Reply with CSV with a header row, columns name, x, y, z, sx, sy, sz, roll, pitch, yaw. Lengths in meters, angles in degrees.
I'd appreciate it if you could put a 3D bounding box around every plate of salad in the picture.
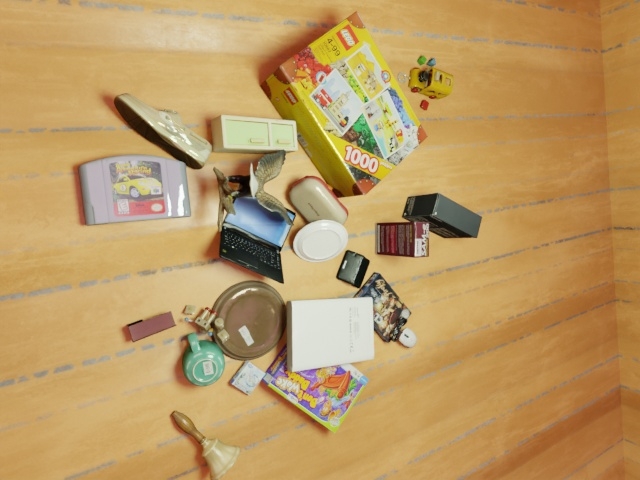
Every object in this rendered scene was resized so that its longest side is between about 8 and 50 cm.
name,x,y,z,sx,sy,sz,roll,pitch,yaw
plate of salad,0.000,0.000,1.487,0.199,0.048,0.200,-8,133,-9

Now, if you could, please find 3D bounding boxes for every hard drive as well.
name,x,y,z,sx,sy,sz,roll,pitch,yaw
hard drive,0.042,0.325,1.480,0.353,0.047,0.233,3,83,-34

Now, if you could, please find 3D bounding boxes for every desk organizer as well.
name,x,y,z,sx,sy,sz,roll,pitch,yaw
desk organizer,-0.514,0.258,1.265,0.130,0.047,0.050,-19,98,-26

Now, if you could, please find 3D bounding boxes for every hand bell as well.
name,x,y,z,sx,sy,sz,roll,pitch,yaw
hand bell,-0.386,0.634,1.332,0.126,0.126,0.242,-44,97,-20

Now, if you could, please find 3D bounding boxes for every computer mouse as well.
name,x,y,z,sx,sy,sz,roll,pitch,yaw
computer mouse,0.355,0.392,1.699,0.193,0.042,0.106,42,76,-42

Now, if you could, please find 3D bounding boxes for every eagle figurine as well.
name,x,y,z,sx,sy,sz,roll,pitch,yaw
eagle figurine,-0.190,-0.166,1.314,0.298,0.225,0.226,-5,134,-39

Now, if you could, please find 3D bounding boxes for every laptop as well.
name,x,y,z,sx,sy,sz,roll,pitch,yaw
laptop,-0.196,-0.023,1.371,0.234,0.264,0.136,27,116,-25

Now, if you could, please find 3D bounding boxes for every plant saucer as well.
name,x,y,z,sx,sy,sz,roll,pitch,yaw
plant saucer,-0.236,0.276,1.417,0.277,0.041,0.278,-2,93,-28

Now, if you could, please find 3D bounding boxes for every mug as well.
name,x,y,z,sx,sy,sz,roll,pitch,yaw
mug,-0.377,0.383,1.303,0.157,0.097,0.129,37,83,-20

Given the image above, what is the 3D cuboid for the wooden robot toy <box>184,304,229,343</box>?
name,x,y,z,sx,sy,sz,roll,pitch,yaw
wooden robot toy,-0.360,0.270,1.333,0.173,0.079,0.076,28,55,11

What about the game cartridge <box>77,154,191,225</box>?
name,x,y,z,sx,sy,sz,roll,pitch,yaw
game cartridge,-0.544,-0.154,1.232,0.294,0.060,0.196,-8,92,-27

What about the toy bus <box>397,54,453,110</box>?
name,x,y,z,sx,sy,sz,roll,pitch,yaw
toy bus,0.453,-0.660,1.710,0.202,0.104,0.191,-43,110,-20

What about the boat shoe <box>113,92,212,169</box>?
name,x,y,z,sx,sy,sz,roll,pitch,yaw
boat shoe,-0.461,-0.339,1.241,0.302,0.109,0.098,37,65,-31

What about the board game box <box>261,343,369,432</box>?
name,x,y,z,sx,sy,sz,roll,pitch,yaw
board game box,-0.012,0.508,1.521,0.347,0.078,0.233,44,73,-22

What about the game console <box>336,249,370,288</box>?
name,x,y,z,sx,sy,sz,roll,pitch,yaw
game console,0.129,0.112,1.619,0.107,0.071,0.122,21,80,3

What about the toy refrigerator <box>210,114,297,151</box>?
name,x,y,z,sx,sy,sz,roll,pitch,yaw
toy refrigerator,-0.209,-0.342,1.356,0.269,0.094,0.102,-6,94,-36

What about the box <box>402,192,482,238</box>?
name,x,y,z,sx,sy,sz,roll,pitch,yaw
box,0.501,-0.096,1.711,0.261,0.184,0.103,22,82,-27

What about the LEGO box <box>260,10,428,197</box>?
name,x,y,z,sx,sy,sz,roll,pitch,yaw
LEGO box,0.096,-0.460,1.478,0.372,0.193,0.500,-44,110,-19

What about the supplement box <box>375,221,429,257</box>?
name,x,y,z,sx,sy,sz,roll,pitch,yaw
supplement box,0.305,-0.006,1.579,0.073,0.239,0.130,-2,93,-28

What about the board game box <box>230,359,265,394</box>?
name,x,y,z,sx,sy,sz,roll,pitch,yaw
board game box,-0.247,0.469,1.418,0.090,0.020,0.090,-51,124,-14

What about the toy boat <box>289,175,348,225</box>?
name,x,y,z,sx,sy,sz,roll,pitch,yaw
toy boat,0.006,-0.147,1.491,0.231,0.151,0.151,49,42,-21

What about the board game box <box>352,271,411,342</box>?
name,x,y,z,sx,sy,sz,roll,pitch,yaw
board game box,0.245,0.270,1.668,0.165,0.042,0.243,-48,111,-18
